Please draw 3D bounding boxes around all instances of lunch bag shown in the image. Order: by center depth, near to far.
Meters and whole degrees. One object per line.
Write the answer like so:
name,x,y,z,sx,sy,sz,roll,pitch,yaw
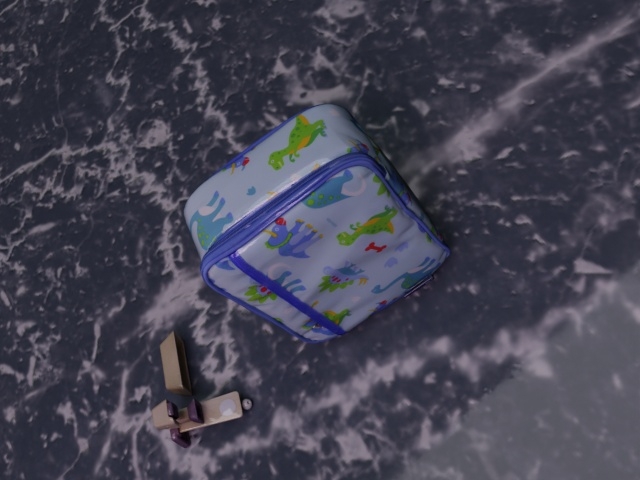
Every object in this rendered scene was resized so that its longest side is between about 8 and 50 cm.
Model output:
lunch bag,0.000,0.000,0.642,0.176,0.219,0.090,-33,54,10

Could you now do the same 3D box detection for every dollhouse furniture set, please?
dollhouse furniture set,-0.119,0.131,0.738,0.081,0.091,0.114,-17,61,2
